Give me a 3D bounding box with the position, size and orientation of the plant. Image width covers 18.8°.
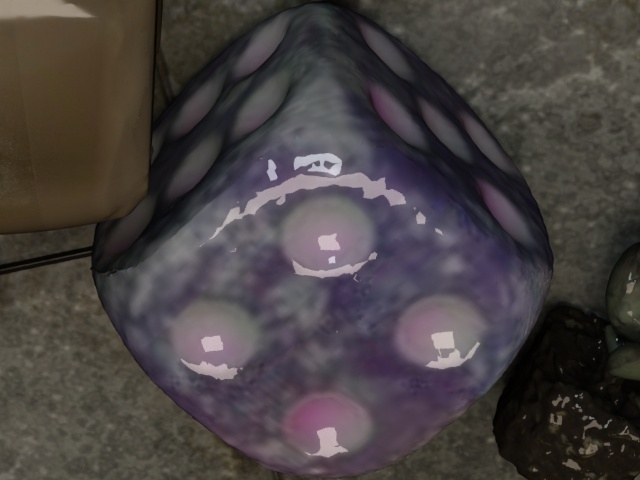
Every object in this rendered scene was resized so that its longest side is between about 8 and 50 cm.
[{"bbox_3d":[0.272,0.099,1.650,0.149,0.146,0.274,31,114,-16],"label":"plant"}]

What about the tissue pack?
[{"bbox_3d":[-0.241,-0.181,1.326,0.276,0.387,0.267,1,122,-2],"label":"tissue pack"}]

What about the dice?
[{"bbox_3d":[0.000,0.000,1.509,0.270,0.270,0.271,-41,113,19],"label":"dice"}]
